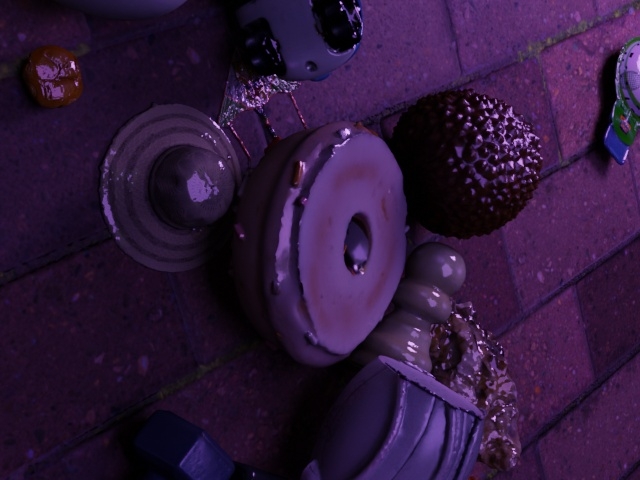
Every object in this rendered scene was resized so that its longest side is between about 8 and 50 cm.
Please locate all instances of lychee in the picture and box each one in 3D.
[{"bbox_3d":[0.255,-0.135,1.700,0.267,0.267,0.267,0,91,-42],"label":"lychee"}]

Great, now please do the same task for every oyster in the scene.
[{"bbox_3d":[0.270,0.251,1.803,0.238,0.115,0.351,-10,74,-39],"label":"oyster"}]

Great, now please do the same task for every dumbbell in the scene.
[{"bbox_3d":[-0.262,0.387,1.323,0.325,0.160,0.144,-51,150,-30],"label":"dumbbell"}]

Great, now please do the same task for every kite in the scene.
[{"bbox_3d":[-0.088,-0.193,1.564,0.198,0.006,0.244,-38,115,-35],"label":"kite"}]

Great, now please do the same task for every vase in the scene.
[{"bbox_3d":[0.060,0.401,1.492,0.250,0.250,0.445,26,95,-39],"label":"vase"}]

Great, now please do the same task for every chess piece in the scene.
[{"bbox_3d":[0.159,0.121,1.671,0.144,0.144,0.251,34,79,-37],"label":"chess piece"}]

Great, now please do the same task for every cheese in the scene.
[{"bbox_3d":[0.705,-0.320,2.220,0.204,0.083,0.320,41,64,-34],"label":"cheese"}]

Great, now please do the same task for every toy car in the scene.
[{"bbox_3d":[-0.031,-0.370,1.503,0.255,0.188,0.190,67,22,-10],"label":"toy car"}]

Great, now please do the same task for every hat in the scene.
[{"bbox_3d":[-0.182,-0.077,1.413,0.252,0.110,0.252,-2,93,-41],"label":"hat"}]

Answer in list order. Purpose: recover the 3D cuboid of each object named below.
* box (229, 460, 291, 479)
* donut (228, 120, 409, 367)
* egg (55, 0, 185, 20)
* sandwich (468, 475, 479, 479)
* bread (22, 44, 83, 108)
[{"bbox_3d":[-0.136,0.421,1.437,0.090,0.144,0.201,33,70,-34],"label":"box"},{"bbox_3d":[0.000,0.000,1.507,0.382,0.142,0.383,-24,119,-54],"label":"donut"},{"bbox_3d":[-0.306,-0.415,1.222,0.371,0.230,0.230,27,73,-33],"label":"egg"},{"bbox_3d":[0.158,0.437,1.673,0.292,0.212,0.109,-27,94,-25],"label":"sandwich"},{"bbox_3d":[-0.352,-0.213,1.302,0.081,0.046,0.083,16,81,-38],"label":"bread"}]
